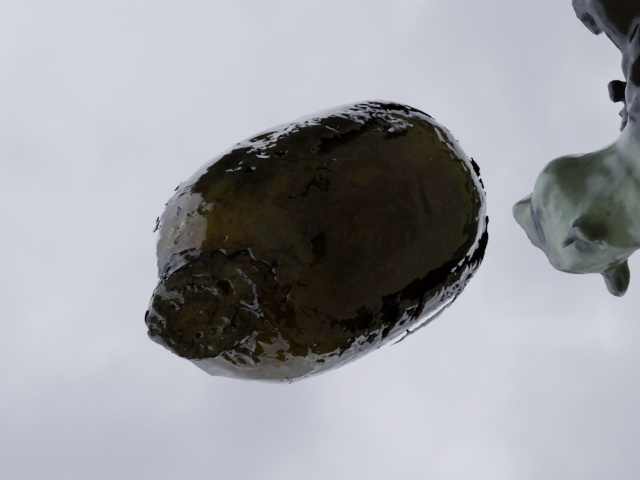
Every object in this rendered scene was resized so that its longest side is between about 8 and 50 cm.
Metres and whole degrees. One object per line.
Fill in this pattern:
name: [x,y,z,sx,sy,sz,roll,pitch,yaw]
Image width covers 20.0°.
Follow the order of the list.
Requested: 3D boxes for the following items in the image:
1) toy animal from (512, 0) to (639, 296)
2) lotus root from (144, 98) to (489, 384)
toy animal: [0.178,-0.058,0.738,0.094,0.225,0.121,50,-157,-49]
lotus root: [0.000,0.000,1.428,0.397,0.179,0.196,-29,-84,-55]
